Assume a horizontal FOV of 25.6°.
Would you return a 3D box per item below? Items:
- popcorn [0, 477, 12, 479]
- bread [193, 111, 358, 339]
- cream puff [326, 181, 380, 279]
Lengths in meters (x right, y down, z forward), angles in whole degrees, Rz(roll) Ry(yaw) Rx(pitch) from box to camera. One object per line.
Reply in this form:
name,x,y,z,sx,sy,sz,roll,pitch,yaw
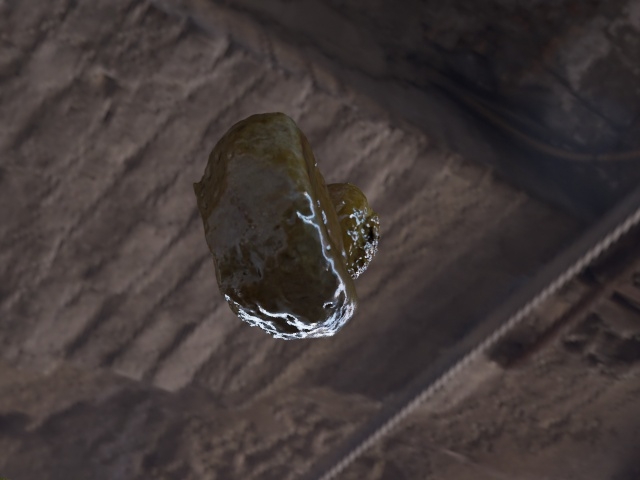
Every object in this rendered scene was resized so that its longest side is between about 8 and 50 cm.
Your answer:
popcorn,-0.397,0.411,1.679,0.241,0.235,0.250,6,-129,29
bread,-0.045,-0.006,1.370,0.123,0.230,0.230,-17,-129,4
cream puff,0.002,0.004,1.576,0.144,0.103,0.126,-27,-156,6
